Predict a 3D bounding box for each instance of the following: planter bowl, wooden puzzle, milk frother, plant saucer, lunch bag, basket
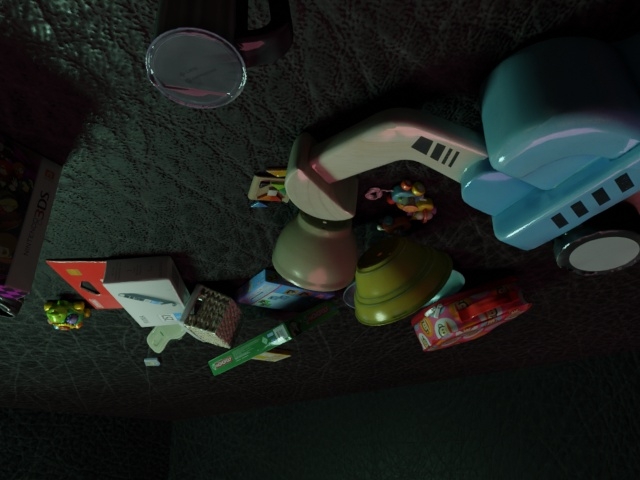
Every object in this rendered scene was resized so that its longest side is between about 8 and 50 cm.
[{"bbox_3d":[0.000,0.000,0.786,0.162,0.162,0.109,4,124,-17],"label":"planter bowl"},{"bbox_3d":[-0.083,-0.087,0.736,0.078,0.014,0.116,2,151,-12],"label":"wooden puzzle"},{"bbox_3d":[-0.101,-0.218,0.363,0.129,0.135,0.143,-16,150,18],"label":"milk frother"},{"bbox_3d":[0.215,0.119,1.136,0.317,0.044,0.318,-5,151,-2],"label":"plant saucer"},{"bbox_3d":[0.414,0.201,1.176,0.293,0.120,0.258,-16,158,-12],"label":"lunch bag"},{"bbox_3d":[0.135,0.056,0.829,0.217,0.217,0.090,-26,109,34],"label":"planter bowl"},{"bbox_3d":[-0.271,0.200,1.102,0.103,0.113,0.167,15,155,12],"label":"basket"}]

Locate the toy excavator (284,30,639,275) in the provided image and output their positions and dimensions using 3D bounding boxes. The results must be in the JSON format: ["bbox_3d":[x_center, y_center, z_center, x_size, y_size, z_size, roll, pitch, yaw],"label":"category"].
[{"bbox_3d":[0.223,-0.123,0.567,0.445,0.222,0.433,21,145,-17],"label":"toy excavator"}]

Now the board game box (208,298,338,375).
[{"bbox_3d":[-0.128,0.261,1.156,0.317,0.046,0.213,-32,172,33],"label":"board game box"}]

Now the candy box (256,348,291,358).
[{"bbox_3d":[-0.225,0.443,1.678,0.105,0.027,0.206,-31,143,35],"label":"candy box"}]

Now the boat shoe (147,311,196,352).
[{"bbox_3d":[-0.429,0.251,1.264,0.233,0.084,0.079,-39,176,36],"label":"boat shoe"}]

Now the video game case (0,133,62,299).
[{"bbox_3d":[-0.452,-0.060,0.519,0.041,0.210,0.232,-19,148,23],"label":"video game case"}]

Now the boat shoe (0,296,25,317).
[{"bbox_3d":[-0.796,0.134,0.971,0.206,0.065,0.075,16,145,-34],"label":"boat shoe"}]

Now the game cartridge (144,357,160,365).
[{"bbox_3d":[-0.659,0.477,1.683,0.056,0.017,0.083,0,152,-16],"label":"game cartridge"}]

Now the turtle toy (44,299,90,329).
[{"bbox_3d":[-0.658,0.192,1.101,0.095,0.066,0.130,0,151,-9],"label":"turtle toy"}]

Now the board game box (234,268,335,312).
[{"bbox_3d":[-0.094,0.138,1.124,0.211,0.039,0.160,17,145,-34],"label":"board game box"}]

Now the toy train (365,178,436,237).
[{"bbox_3d":[0.153,-0.049,0.810,0.125,0.046,0.166,-16,150,19],"label":"toy train"}]

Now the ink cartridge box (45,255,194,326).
[{"bbox_3d":[-0.460,0.133,1.028,0.261,0.066,0.296,-3,151,-7],"label":"ink cartridge box"}]
